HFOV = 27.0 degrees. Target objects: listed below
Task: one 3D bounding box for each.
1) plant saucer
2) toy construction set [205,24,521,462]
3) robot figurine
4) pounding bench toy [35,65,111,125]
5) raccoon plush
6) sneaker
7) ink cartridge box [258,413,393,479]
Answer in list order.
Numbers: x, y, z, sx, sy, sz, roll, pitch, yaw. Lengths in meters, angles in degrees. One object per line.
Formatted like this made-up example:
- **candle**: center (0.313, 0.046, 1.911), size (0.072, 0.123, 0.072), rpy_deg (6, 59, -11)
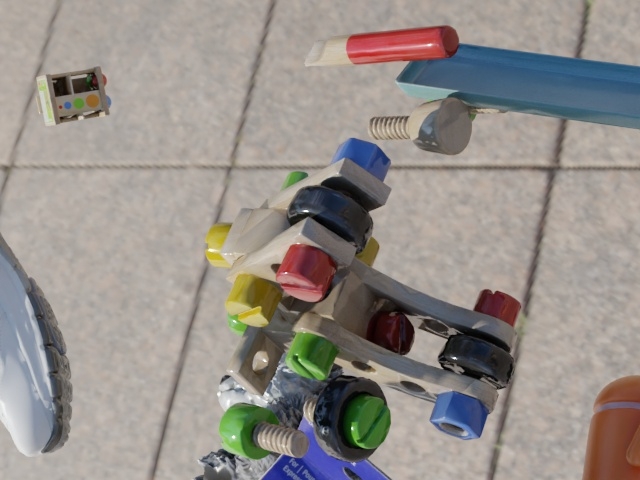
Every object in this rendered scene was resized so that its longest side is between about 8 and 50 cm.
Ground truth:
- **plant saucer**: center (0.153, -0.110, 0.946), size (0.192, 0.018, 0.067), rpy_deg (10, 40, 24)
- **toy construction set**: center (0.000, 0.000, 1.003), size (0.237, 0.257, 0.308), rpy_deg (5, 85, 45)
- **robot figurine**: center (0.387, 0.258, 1.618), size (0.128, 0.158, 0.219), rpy_deg (-8, 58, 40)
- **pounding bench toy**: center (-0.259, -0.151, 1.398), size (0.083, 0.065, 0.052), rpy_deg (-172, 71, -67)
- **raccoon plush**: center (0.042, 0.316, 1.633), size (0.446, 0.299, 0.216), rpy_deg (44, 125, 4)
- **sneaker**: center (-0.285, 0.042, 1.029), size (0.129, 0.111, 0.297), rpy_deg (-29, 75, -11)
- **ink cartridge box**: center (-0.003, 0.316, 1.225), size (0.176, 0.069, 0.371), rpy_deg (39, 140, 15)
